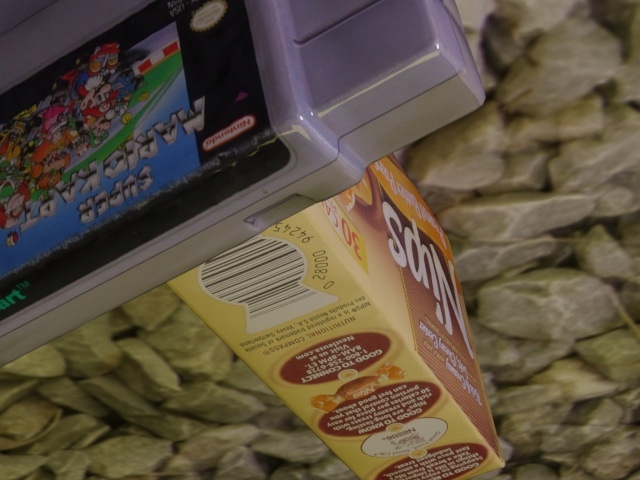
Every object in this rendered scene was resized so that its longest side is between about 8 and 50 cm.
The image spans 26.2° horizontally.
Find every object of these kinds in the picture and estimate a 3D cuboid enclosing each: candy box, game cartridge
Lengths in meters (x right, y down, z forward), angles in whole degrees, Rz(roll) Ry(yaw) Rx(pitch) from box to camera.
[{"bbox_3d":[0.000,0.000,0.772,0.088,0.182,0.316,-21,141,14],"label":"candy box"},{"bbox_3d":[-0.114,-0.071,0.620,0.355,0.230,0.068,-27,139,20],"label":"game cartridge"}]
